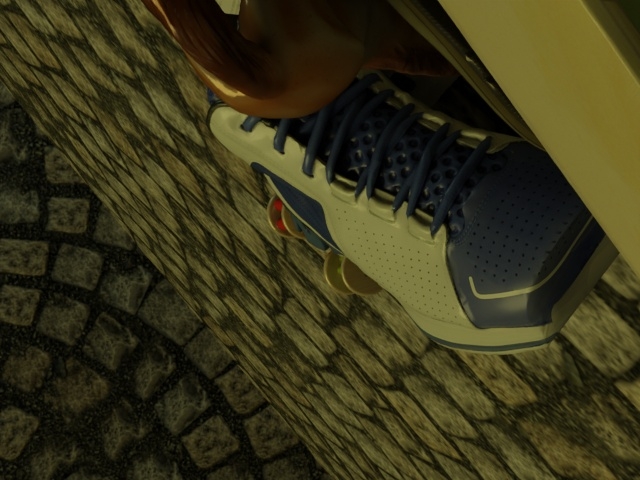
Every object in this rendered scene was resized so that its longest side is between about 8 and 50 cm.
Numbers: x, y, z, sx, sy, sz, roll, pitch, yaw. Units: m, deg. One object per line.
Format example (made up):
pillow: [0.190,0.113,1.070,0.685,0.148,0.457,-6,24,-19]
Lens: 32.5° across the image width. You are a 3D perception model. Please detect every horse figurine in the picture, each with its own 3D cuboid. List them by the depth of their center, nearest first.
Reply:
horse figurine: [-0.016,-0.122,0.511,0.066,0.263,0.174,-35,93,32]

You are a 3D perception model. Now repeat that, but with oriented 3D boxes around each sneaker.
sneaker: [0.024,-0.051,0.684,0.182,0.127,0.315,42,171,-36]

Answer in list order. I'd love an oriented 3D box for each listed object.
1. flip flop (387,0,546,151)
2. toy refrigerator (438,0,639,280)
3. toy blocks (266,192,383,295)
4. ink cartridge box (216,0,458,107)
flip flop: [0.055,-0.153,0.485,0.277,0.112,0.080,48,-179,-19]
toy refrigerator: [0.173,-0.029,0.428,0.269,0.102,0.094,52,165,-12]
toy blocks: [0.000,0.000,1.113,0.123,0.054,0.148,53,165,-14]
ink cartridge box: [-0.010,-0.166,0.762,0.224,0.056,0.181,30,166,-3]
